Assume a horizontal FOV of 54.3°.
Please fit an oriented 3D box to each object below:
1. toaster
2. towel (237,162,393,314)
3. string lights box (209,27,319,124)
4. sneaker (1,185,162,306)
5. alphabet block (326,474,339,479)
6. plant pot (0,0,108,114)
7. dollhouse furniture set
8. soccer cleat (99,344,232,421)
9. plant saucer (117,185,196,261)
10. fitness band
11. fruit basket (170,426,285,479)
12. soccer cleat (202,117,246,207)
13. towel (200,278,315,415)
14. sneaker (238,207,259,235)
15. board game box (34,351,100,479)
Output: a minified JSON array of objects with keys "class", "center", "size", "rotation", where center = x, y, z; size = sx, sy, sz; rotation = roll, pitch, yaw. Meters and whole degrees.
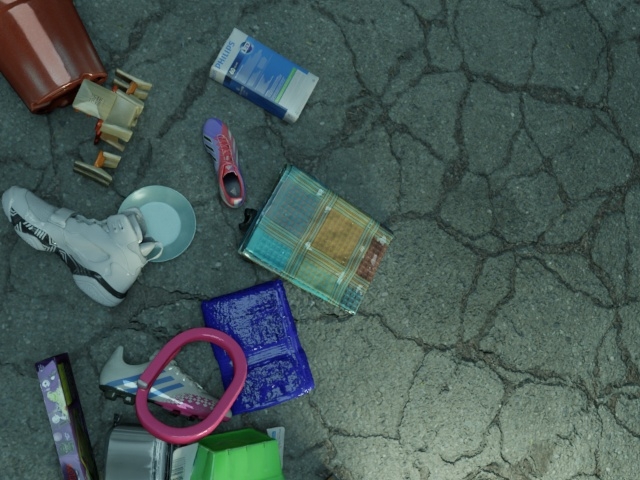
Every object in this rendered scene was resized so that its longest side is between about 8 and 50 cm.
[{"class":"toaster","center":[-0.413,0.515,1.451],"size":[0.146,0.129,0.227],"rotation":[-1,80,11]},{"class":"towel","center":[0.000,0.000,1.645],"size":[0.370,0.040,0.271],"rotation":[31,78,-20]},{"class":"string lights box","center":[-0.151,-0.437,1.674],"size":[0.260,0.077,0.133],"rotation":[29,77,-9]},{"class":"sneaker","center":[-0.550,-0.033,1.471],"size":[0.210,0.137,0.366],"rotation":[-43,100,7]},{"class":"alphabet block","center":[0.037,0.728,1.522],"size":[0.197,0.193,0.192],"rotation":[-38,92,-15]},{"class":"plant pot","center":[-0.660,-0.459,1.471],"size":[0.272,0.272,0.265],"rotation":[-32,99,-15]},{"class":"dollhouse furniture set","center":[-0.510,-0.286,1.476],"size":[0.135,0.259,0.262],"rotation":[24,77,-20]},{"class":"soccer cleat","center":[-0.361,0.346,1.511],"size":[0.331,0.116,0.143],"rotation":[20,68,-14]},{"class":"plant saucer","center":[-0.415,-0.041,1.583],"size":[0.195,0.037,0.195],"rotation":[2,82,-14]},{"class":"fitness band","center":[-0.295,0.329,1.445],"size":[0.209,0.054,0.291],"rotation":[29,49,6]},{"class":"fruit basket","center":[-0.228,0.629,1.466],"size":[0.327,0.165,0.353],"rotation":[4,98,-44]},{"class":"soccer cleat","center":[-0.244,-0.204,1.614],"size":[0.083,0.095,0.248],"rotation":[-13,87,-15]},{"class":"towel","center":[-0.158,0.270,1.589],"size":[0.228,0.076,0.308],"rotation":[-17,88,-16]},{"class":"sneaker","center":[-0.152,-0.070,1.640],"size":[0.084,0.058,0.152],"rotation":[40,82,-15]},{"class":"board game box","center":[-0.560,0.429,1.404],"size":[0.056,0.208,0.346],"rotation":[-15,87,-12]}]
